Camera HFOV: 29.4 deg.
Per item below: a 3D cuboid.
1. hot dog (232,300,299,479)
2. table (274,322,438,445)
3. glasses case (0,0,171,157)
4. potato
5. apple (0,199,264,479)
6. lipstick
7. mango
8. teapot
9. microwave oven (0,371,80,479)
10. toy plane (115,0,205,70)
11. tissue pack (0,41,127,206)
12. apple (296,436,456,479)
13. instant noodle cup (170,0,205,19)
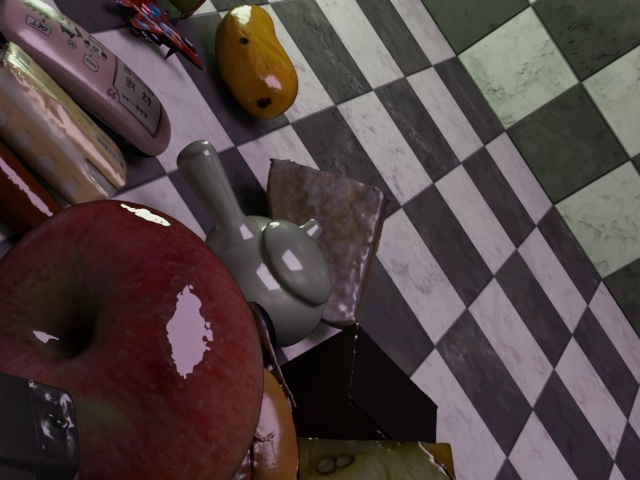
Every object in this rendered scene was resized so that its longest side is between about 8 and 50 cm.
[{"bbox_3d":[-0.121,0.226,1.410,0.107,0.194,0.326,73,0,-69],"label":"hot dog"},{"bbox_3d":[0.041,0.264,1.711,0.193,0.169,0.172,48,27,-23],"label":"table"},{"bbox_3d":[-0.331,-0.230,1.720,0.314,0.075,0.122,40,33,-33],"label":"glasses case"},{"bbox_3d":[-0.008,0.019,2.004,0.189,0.211,0.264,97,5,-75],"label":"potato"},{"bbox_3d":[-0.205,0.141,1.256,0.269,0.345,0.344,53,19,-55],"label":"apple"},{"bbox_3d":[-0.298,0.021,1.491,0.418,0.077,0.077,48,27,-16],"label":"lipstick"},{"bbox_3d":[-0.120,-0.320,2.174,0.157,0.109,0.262,23,35,-35],"label":"mango"},{"bbox_3d":[-0.103,0.022,1.754,0.318,0.149,0.220,33,33,-43],"label":"teapot"},{"bbox_3d":[-0.336,0.293,0.908,0.333,0.247,0.394,25,40,-47],"label":"microwave oven"},{"bbox_3d":[-0.261,-0.342,1.997,0.189,0.061,0.130,52,25,-22],"label":"toy plane"},{"bbox_3d":[-0.345,-0.142,1.525,0.222,0.090,0.186,46,1,-21],"label":"tissue pack"},{"bbox_3d":[-0.003,0.312,1.490,0.254,0.346,0.179,-78,170,-65],"label":"apple"},{"bbox_3d":[-0.227,-0.538,2.081,0.200,0.264,0.264,40,29,-15],"label":"instant noodle cup"}]
